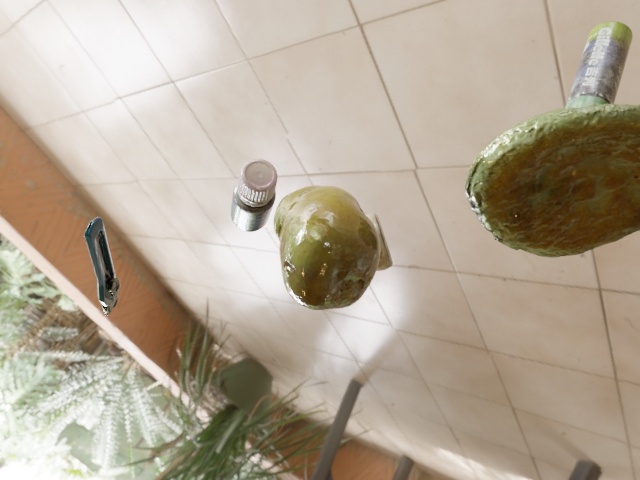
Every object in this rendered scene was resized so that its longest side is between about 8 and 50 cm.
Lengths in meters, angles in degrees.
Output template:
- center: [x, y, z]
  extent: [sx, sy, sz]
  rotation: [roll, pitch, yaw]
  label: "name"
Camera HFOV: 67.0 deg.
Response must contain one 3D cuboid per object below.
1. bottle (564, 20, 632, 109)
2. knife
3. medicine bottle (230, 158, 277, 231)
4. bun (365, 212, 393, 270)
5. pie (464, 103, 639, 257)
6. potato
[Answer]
- center: [0.606, -0.337, 1.070]
  extent: [0.093, 0.329, 0.093]
  rotation: [23, 159, 9]
  label: "bottle"
- center: [-0.327, 0.050, 0.731]
  extent: [0.026, 0.044, 0.296]
  rotation: [30, 148, -1]
  label: "knife"
- center: [-0.129, -0.085, 0.932]
  extent: [0.084, 0.083, 0.203]
  rotation: [37, 158, 2]
  label: "medicine bottle"
- center: [0.106, 0.009, 1.102]
  extent: [0.094, 0.138, 0.138]
  rotation: [-17, 128, 10]
  label: "bun"
- center: [0.397, -0.087, 0.761]
  extent: [0.324, 0.070, 0.323]
  rotation: [2, 138, 2]
  label: "pie"
- center: [0.000, 0.000, 0.676]
  extent: [0.194, 0.157, 0.157]
  rotation: [55, 167, 45]
  label: "potato"
